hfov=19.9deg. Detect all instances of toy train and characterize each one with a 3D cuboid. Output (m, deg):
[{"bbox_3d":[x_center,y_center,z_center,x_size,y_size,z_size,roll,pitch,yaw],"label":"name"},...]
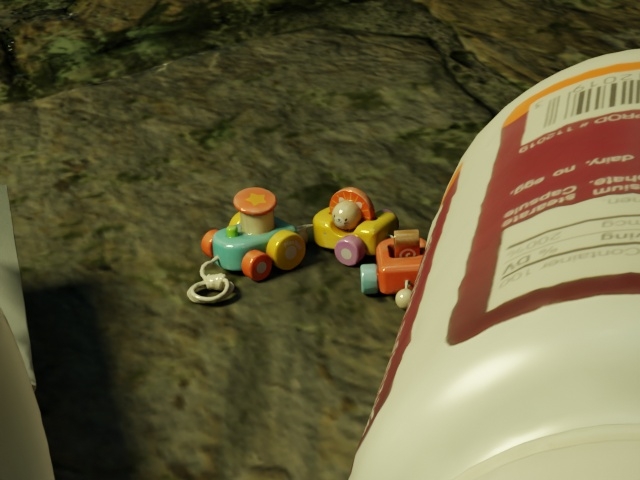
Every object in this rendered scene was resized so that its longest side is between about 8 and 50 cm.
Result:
[{"bbox_3d":[0.000,0.000,1.149,0.166,0.046,0.125,-2,23,4],"label":"toy train"}]

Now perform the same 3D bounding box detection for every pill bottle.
[{"bbox_3d":[0.130,0.087,0.701,0.224,0.224,0.392,1,24,11],"label":"pill bottle"}]

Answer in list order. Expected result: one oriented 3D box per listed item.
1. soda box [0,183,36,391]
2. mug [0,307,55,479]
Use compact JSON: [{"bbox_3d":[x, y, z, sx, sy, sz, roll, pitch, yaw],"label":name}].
[{"bbox_3d":[-0.223,0.040,0.995,0.098,0.091,0.286,19,16,-19],"label":"soda box"},{"bbox_3d":[-0.286,0.091,0.630,0.328,0.276,0.374,-7,56,15],"label":"mug"}]
